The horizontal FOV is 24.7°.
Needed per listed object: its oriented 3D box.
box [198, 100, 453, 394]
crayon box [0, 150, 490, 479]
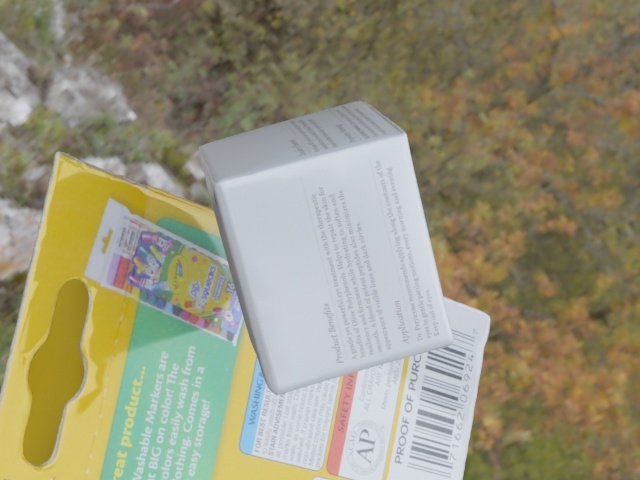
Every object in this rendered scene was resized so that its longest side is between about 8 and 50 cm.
[{"bbox_3d":[0.000,0.000,0.672,0.102,0.087,0.101,-126,-159,-73],"label":"box"},{"bbox_3d":[-0.053,0.097,0.786,0.323,0.083,0.203,22,74,-42],"label":"crayon box"}]
